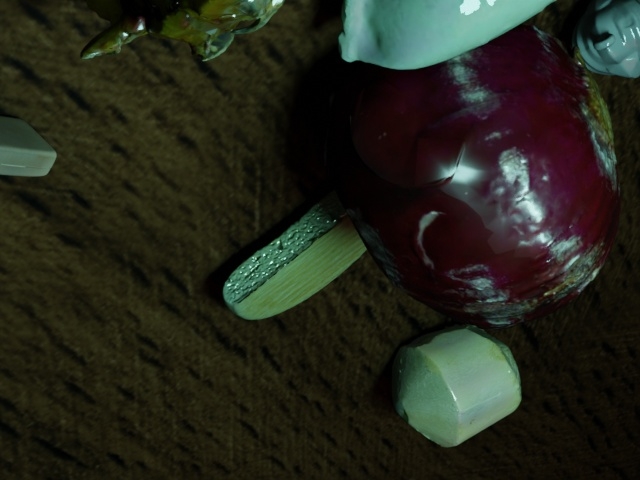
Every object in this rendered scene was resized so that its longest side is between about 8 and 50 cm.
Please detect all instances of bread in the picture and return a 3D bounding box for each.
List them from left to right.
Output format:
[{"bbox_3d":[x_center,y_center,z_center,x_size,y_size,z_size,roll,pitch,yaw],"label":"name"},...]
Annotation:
[{"bbox_3d":[-0.002,0.004,1.618,0.193,0.036,0.112,-39,159,-8],"label":"bread"}]

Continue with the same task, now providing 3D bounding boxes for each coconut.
[{"bbox_3d":[0.128,0.146,1.924,0.122,0.116,0.116,-23,150,-25],"label":"coconut"}]

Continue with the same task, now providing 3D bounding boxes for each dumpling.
[{"bbox_3d":[0.093,-0.211,1.354,0.217,0.149,0.105,-32,-168,-1],"label":"dumpling"}]

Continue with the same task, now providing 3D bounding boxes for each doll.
[{"bbox_3d":[0.265,-0.177,1.640,0.094,0.079,0.180,-25,176,28],"label":"doll"}]

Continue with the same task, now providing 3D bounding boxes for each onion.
[{"bbox_3d":[0.119,-0.046,1.440,0.216,0.207,0.206,-23,159,12],"label":"onion"}]

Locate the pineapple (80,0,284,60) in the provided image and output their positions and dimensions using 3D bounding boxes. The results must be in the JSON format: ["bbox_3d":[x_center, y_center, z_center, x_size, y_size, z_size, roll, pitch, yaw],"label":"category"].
[{"bbox_3d":[-0.031,-0.212,1.108,0.158,0.161,0.334,-16,143,-42],"label":"pineapple"}]

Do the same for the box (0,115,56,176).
[{"bbox_3d":[-0.222,-0.062,1.216,0.115,0.048,0.025,3,125,-54],"label":"box"}]
